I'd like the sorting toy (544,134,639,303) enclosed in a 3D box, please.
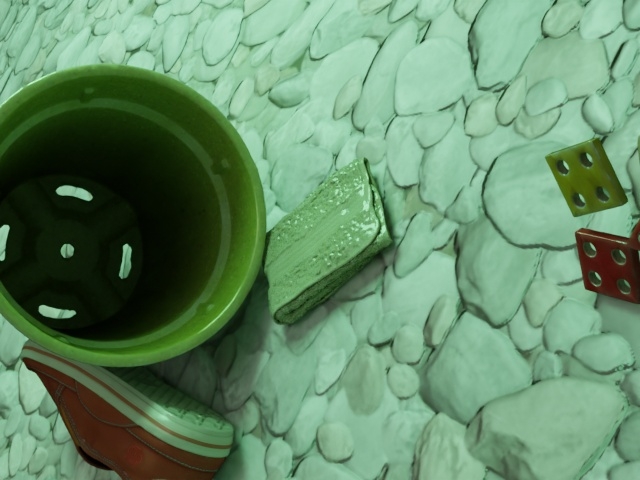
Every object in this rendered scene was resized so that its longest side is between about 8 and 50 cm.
[{"bbox_3d":[0.225,0.012,0.554,0.046,0.132,0.275,-29,29,-27],"label":"sorting toy"}]

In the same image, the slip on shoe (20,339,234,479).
[{"bbox_3d":[-0.211,0.171,0.973,0.331,0.123,0.101,20,89,47],"label":"slip on shoe"}]

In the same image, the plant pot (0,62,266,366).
[{"bbox_3d":[-0.229,-0.008,0.984,0.254,0.276,0.276,-18,55,63],"label":"plant pot"}]

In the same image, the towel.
[{"bbox_3d":[0.000,0.000,0.895,0.148,0.027,0.110,-40,43,27],"label":"towel"}]
